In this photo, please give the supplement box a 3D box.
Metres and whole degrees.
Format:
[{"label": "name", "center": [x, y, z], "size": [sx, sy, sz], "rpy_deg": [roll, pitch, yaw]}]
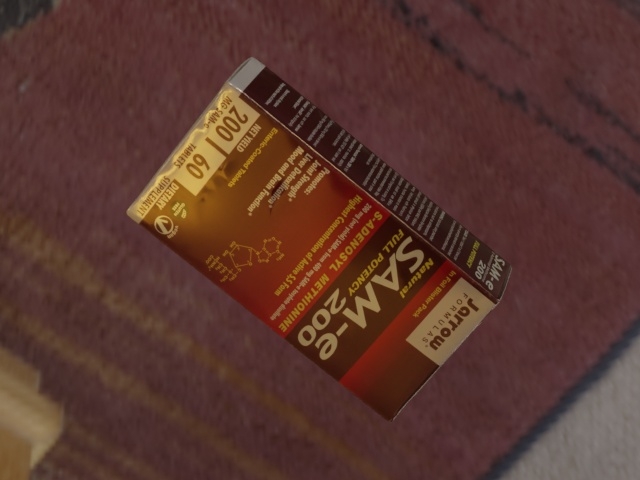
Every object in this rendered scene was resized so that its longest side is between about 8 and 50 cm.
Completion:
[{"label": "supplement box", "center": [0.000, 0.000, 1.348], "size": [0.239, 0.073, 0.130], "rpy_deg": [38, 114, -4]}]
